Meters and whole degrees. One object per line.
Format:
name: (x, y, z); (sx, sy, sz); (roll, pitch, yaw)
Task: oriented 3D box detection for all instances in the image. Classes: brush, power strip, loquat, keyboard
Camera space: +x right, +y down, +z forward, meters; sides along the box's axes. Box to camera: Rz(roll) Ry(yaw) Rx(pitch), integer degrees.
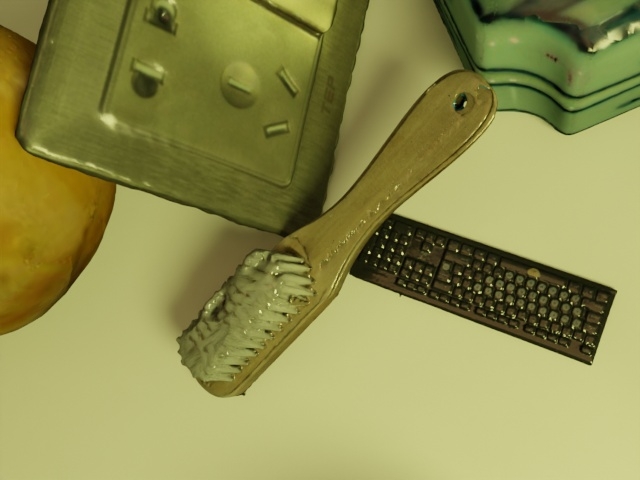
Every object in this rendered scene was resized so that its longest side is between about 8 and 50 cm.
brush: (0.000, 0.000, 0.529); (0.327, 0.065, 0.070); (-46, 66, 16)
power strip: (-0.088, -0.149, 0.558); (0.092, 0.256, 0.251); (11, 84, 54)
loquat: (-0.296, -0.050, 0.550); (0.262, 0.263, 0.263); (-3, 78, 13)
keyboard: (0.123, 0.033, 0.558); (0.198, 0.010, 0.064); (20, 82, 17)

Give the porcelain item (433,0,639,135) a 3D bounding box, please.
porcelain item: (0.211, -0.250, 0.522); (0.281, 0.157, 0.286); (-21, 73, 10)
